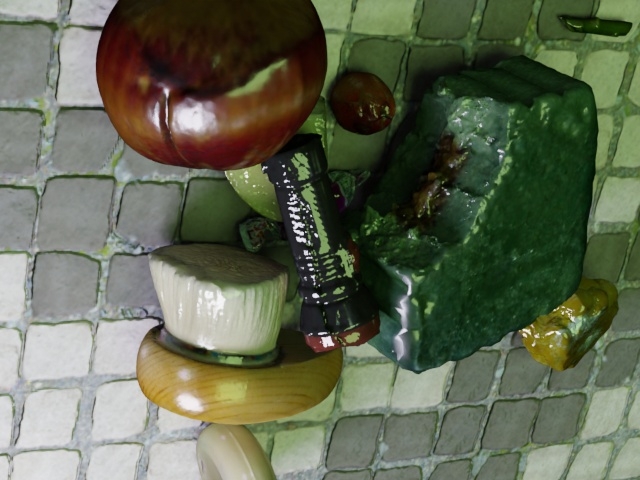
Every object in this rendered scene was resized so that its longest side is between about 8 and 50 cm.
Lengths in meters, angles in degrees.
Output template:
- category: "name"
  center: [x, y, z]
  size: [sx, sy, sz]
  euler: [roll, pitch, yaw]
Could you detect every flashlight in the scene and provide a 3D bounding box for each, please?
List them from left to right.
- category: "flashlight"
  center: [0.000, 0.000, 1.544]
  size: [0.093, 0.093, 0.232]
  euler: [-20, 107, -20]

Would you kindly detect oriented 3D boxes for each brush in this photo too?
- category: "brush"
  center: [-0.075, 0.100, 1.629]
  size: [0.266, 0.174, 0.166]
  euler: [3, 104, -40]

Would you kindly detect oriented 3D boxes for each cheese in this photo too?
- category: "cheese"
  center: [-0.079, 0.297, 1.685]
  size: [0.064, 0.227, 0.137]
  euler: [-20, 119, -19]

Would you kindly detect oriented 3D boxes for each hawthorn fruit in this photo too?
- category: "hawthorn fruit"
  center: [0.048, -0.150, 1.616]
  size: [0.077, 0.077, 0.077]
  euler: [-14, 121, -24]

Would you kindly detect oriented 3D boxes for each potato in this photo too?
- category: "potato"
  center: [-0.052, -0.084, 1.602]
  size: [0.120, 0.081, 0.149]
  euler: [-1, 115, 1]

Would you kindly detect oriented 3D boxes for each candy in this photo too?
- category: "candy"
  center: [-0.016, -0.037, 1.657]
  size: [0.175, 0.045, 0.043]
  euler: [-29, 142, -15]

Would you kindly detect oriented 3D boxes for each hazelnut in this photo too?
- category: "hazelnut"
  center: [-0.108, -0.165, 1.445]
  size: [0.229, 0.229, 0.229]
  euler: [-14, 121, -24]

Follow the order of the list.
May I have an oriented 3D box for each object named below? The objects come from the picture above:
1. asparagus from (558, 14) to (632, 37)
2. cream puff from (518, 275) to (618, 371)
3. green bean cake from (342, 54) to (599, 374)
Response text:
- category: "asparagus"
  center: [0.329, -0.258, 1.752]
  size: [0.108, 0.025, 0.021]
  euler: [1, 94, -27]
- category: "cream puff"
  center: [0.306, 0.094, 1.880]
  size: [0.146, 0.116, 0.146]
  euler: [-43, 155, -25]
- category: "green bean cake"
  center: [0.162, -0.038, 1.662]
  size: [0.300, 0.169, 0.308]
  euler: [-19, 126, -33]
